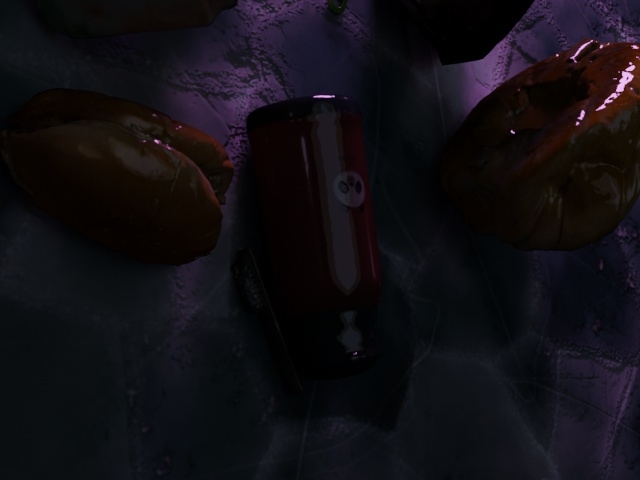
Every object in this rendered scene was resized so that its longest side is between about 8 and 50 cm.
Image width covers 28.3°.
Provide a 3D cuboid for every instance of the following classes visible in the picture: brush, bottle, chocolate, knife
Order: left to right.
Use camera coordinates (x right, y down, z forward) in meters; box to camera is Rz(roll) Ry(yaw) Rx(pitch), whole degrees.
[{"bbox_3d":[-0.066,0.102,1.527,0.027,0.034,0.190,-23,95,-34],"label":"brush"},{"bbox_3d":[0.000,0.000,1.540,0.144,0.144,0.336,-2,81,-43],"label":"bottle"},{"bbox_3d":[0.035,-0.388,1.756,0.078,0.022,0.166,27,61,-29],"label":"knife"},{"bbox_3d":[0.191,-0.402,1.764,0.186,0.283,0.284,31,59,-15],"label":"chocolate"}]

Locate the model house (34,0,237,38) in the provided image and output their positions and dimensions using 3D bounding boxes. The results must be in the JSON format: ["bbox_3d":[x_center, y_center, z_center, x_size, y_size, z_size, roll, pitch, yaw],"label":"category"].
[{"bbox_3d":[-0.196,-0.415,1.427,0.280,0.245,0.312,-70,150,-56],"label":"model house"}]

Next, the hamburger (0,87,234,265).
[{"bbox_3d":[-0.203,-0.071,1.362,0.283,0.156,0.144,27,62,-37],"label":"hamburger"}]

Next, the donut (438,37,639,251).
[{"bbox_3d":[0.334,-0.129,1.751,0.170,0.360,0.360,55,49,-21],"label":"donut"}]
